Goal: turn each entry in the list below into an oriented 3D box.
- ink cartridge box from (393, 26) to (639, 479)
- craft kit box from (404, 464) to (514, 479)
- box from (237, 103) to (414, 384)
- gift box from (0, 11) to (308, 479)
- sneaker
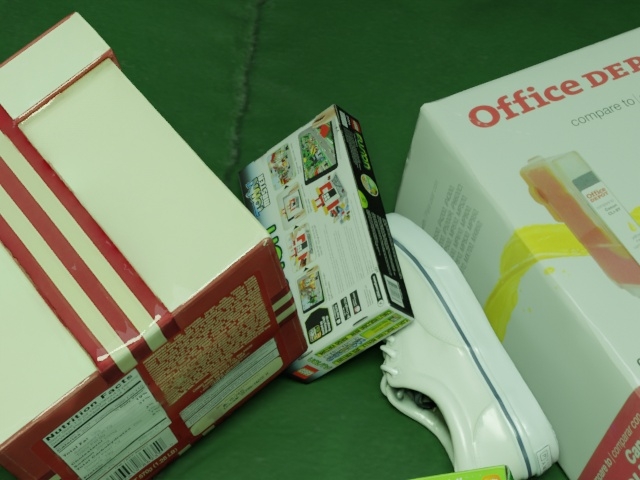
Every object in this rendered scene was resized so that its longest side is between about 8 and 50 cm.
[{"bbox_3d":[0.273,0.028,1.078,0.279,0.160,0.385,-21,59,-22],"label":"ink cartridge box"},{"bbox_3d":[0.015,0.280,0.859,0.249,0.061,0.247,-11,54,13],"label":"craft kit box"},{"bbox_3d":[0.000,0.000,1.095,0.036,0.114,0.207,29,38,-44],"label":"box"},{"bbox_3d":[-0.186,0.032,0.961,0.255,0.276,0.258,-36,68,-15],"label":"gift box"},{"bbox_3d":[0.085,0.084,1.053,0.091,0.094,0.258,-24,54,-11],"label":"sneaker"}]
